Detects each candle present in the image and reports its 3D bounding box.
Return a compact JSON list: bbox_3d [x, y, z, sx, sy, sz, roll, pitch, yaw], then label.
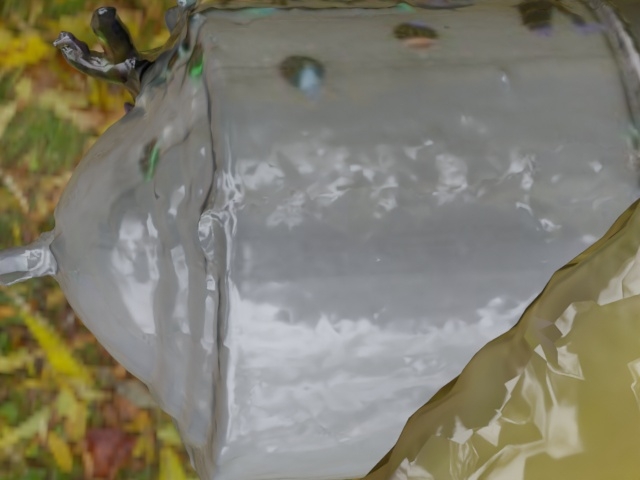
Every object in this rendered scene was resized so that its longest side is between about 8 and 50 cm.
[{"bbox_3d":[0.000,0.000,0.726,0.330,0.187,0.187,-3,119,-11],"label":"candle"}]

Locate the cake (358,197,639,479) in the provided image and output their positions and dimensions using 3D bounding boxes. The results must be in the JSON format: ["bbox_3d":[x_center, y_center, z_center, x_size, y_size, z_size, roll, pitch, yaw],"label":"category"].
[{"bbox_3d":[0.141,0.129,0.384,0.286,0.222,0.227,46,110,15],"label":"cake"}]
